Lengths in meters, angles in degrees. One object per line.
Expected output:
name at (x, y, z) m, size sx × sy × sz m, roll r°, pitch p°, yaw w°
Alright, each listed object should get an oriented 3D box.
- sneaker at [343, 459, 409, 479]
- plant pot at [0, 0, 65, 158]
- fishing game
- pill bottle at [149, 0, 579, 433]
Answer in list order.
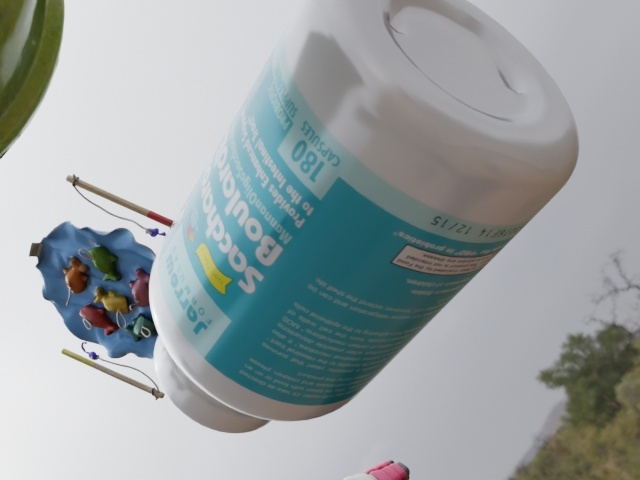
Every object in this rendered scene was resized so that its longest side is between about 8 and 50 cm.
sneaker at (0.080, 0.348, 0.704) m, size 0.112 × 0.299 × 0.121 m, roll -20°, pitch -25°, yaw -21°
plant pot at (-0.197, -0.161, 0.235) m, size 0.276 × 0.276 × 0.254 m, roll -34°, pitch -5°, yaw -34°
fishing game at (-0.228, 0.060, 0.874) m, size 0.041 × 0.189 × 0.264 m, roll -58°, pitch -10°, yaw -51°
pill bottle at (0.000, 0.000, 0.442) m, size 0.146 × 0.146 × 0.264 m, roll -23°, pitch -24°, yaw -49°
